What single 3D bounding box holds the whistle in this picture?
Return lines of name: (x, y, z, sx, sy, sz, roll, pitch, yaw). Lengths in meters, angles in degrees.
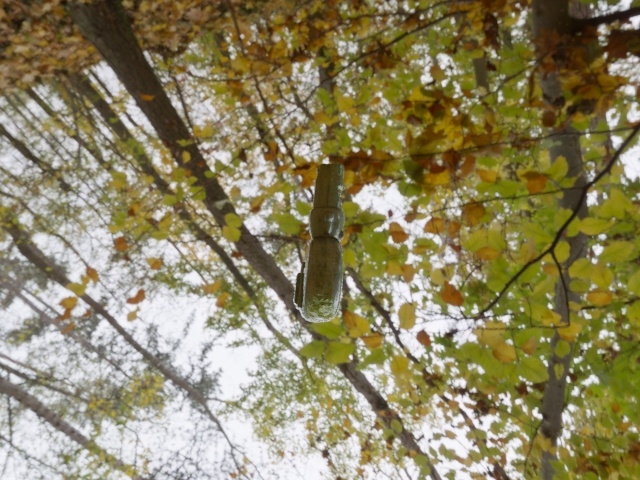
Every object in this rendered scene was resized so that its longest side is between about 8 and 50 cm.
whistle: (0.000, 0.000, 0.591, 0.057, 0.104, 0.198, 4, -101, -4)
